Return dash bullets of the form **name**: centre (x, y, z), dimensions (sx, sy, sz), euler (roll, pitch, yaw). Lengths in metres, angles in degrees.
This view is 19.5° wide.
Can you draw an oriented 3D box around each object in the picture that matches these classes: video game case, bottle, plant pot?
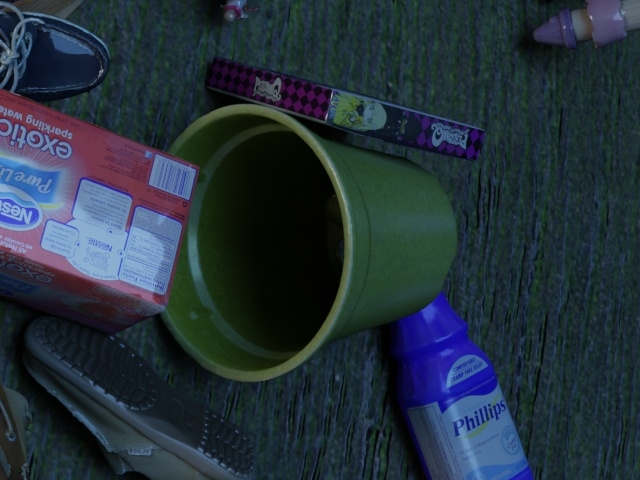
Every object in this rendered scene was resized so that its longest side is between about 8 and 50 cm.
- **video game case**: centre (0.024, -0.141, 1.990), dimensions (0.210, 0.232, 0.041), euler (12, 96, -37)
- **bottle**: centre (0.146, 0.175, 2.103), dimensions (0.118, 0.092, 0.282), euler (-23, 95, -39)
- **plant pot**: centre (0.000, 0.000, 1.939), dimensions (0.254, 0.276, 0.276), euler (-2, 81, -52)

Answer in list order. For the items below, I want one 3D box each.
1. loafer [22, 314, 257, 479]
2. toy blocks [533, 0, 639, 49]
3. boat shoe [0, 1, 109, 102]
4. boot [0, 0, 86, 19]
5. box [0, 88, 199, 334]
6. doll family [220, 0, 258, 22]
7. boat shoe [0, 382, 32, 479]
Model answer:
- **loafer**: centre (-0.190, 0.176, 1.828), dimensions (0.268, 0.092, 0.102), euler (37, 27, -10)
- **toy blocks**: centre (0.294, -0.422, 2.309), dimensions (0.288, 0.260, 0.309), euler (67, 17, -44)
- **boat shoe**: centre (-0.316, -0.179, 1.743), dimensions (0.255, 0.079, 0.095), euler (11, 95, -22)
- **boot**: centre (-0.320, -0.299, 1.831), dimensions (0.207, 0.090, 0.248), euler (47, 58, -24)
- **box**: centre (-0.285, -0.035, 1.735), dimensions (0.300, 0.142, 0.154), euler (20, 67, -23)
- **doll family**: centre (-0.044, -0.358, 2.036), dimensions (0.118, 0.163, 0.263), euler (5, 75, -5)
- **boat shoe**: centre (-0.318, 0.175, 1.708), dimensions (0.120, 0.123, 0.324), euler (-33, 102, -43)
